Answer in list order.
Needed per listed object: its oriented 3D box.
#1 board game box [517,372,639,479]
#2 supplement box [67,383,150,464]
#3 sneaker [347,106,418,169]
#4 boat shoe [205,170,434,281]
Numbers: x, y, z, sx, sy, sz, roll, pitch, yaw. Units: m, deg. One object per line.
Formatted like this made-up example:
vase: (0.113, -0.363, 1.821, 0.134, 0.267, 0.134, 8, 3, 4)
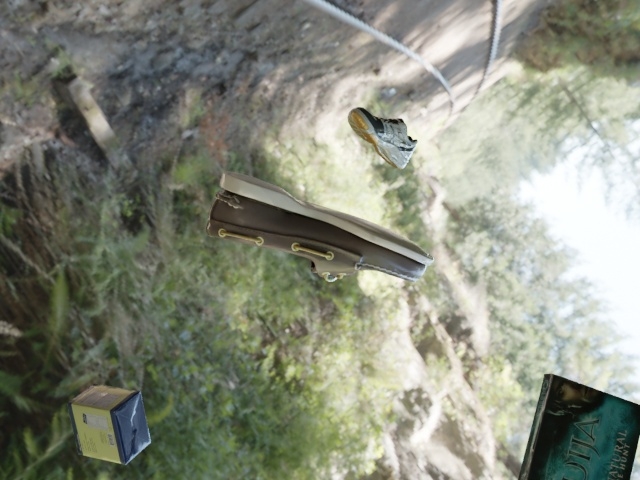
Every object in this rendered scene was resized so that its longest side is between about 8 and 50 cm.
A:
board game box: (0.300, 0.264, 0.890, 0.026, 0.126, 0.186, 132, -23, -75)
supplement box: (-0.287, 0.248, 1.033, 0.083, 0.083, 0.056, 3, -160, 26)
sneaker: (0.057, -0.100, 0.683, 0.037, 0.083, 0.032, -53, -136, -1)
boat shoe: (0.000, 0.000, 1.082, 0.116, 0.324, 0.097, -123, -126, -77)
